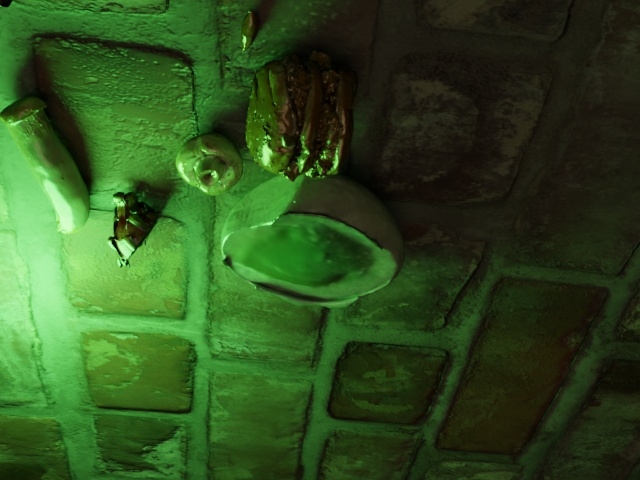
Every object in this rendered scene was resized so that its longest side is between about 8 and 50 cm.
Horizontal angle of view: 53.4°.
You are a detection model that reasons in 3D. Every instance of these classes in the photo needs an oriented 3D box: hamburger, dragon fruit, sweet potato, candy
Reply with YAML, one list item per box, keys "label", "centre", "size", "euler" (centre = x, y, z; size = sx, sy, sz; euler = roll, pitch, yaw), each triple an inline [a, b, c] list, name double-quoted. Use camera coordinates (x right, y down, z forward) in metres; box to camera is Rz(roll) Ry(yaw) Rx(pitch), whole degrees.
- label: "hamburger"
  centre: [-0.039, -0.238, 1.292]
  size: [0.211, 0.245, 0.260]
  euler: [5, 164, -14]
- label: "dragon fruit"
  centre: [-0.449, -0.034, 1.529]
  size: [0.142, 0.138, 0.175]
  euler: [-28, 97, -24]
- label: "sweet potato"
  centre: [-0.142, -0.417, 1.266]
  size: [0.034, 0.034, 0.095]
  euler: [13, 138, -11]
- label: "candy"
  centre: [0.000, 0.000, 1.502]
  size: [0.427, 0.186, 0.386]
  euler: [30, 131, -25]

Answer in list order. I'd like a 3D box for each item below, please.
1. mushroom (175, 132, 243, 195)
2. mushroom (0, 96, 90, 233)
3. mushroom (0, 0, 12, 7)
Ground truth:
- label: "mushroom"
  centre: [-0.245, -0.170, 1.413]
  size: [0.148, 0.112, 0.148]
  euler: [-6, 132, -6]
- label: "mushroom"
  centre: [-0.605, -0.160, 1.436]
  size: [0.123, 0.095, 0.351]
  euler: [7, 130, 19]
- label: "mushroom"
  centre: [-0.659, -0.520, 1.008]
  size: [0.346, 0.345, 0.259]
  euler: [12, 108, -10]
